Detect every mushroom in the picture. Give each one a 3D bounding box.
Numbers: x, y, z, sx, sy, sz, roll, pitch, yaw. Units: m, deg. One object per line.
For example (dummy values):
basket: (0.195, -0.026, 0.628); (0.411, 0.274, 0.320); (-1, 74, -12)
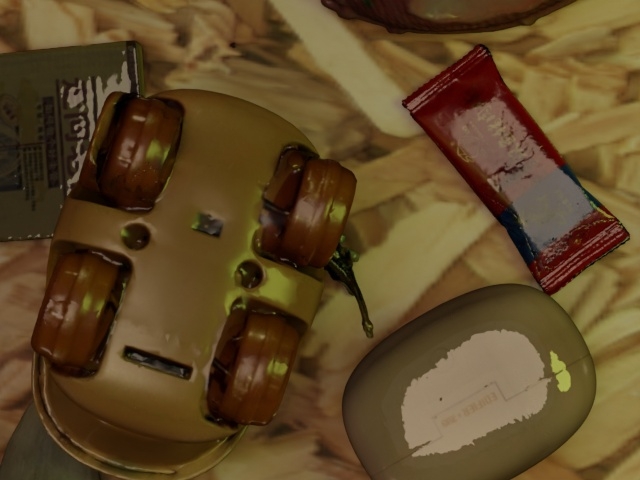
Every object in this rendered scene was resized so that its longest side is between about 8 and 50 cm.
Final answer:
mushroom: (-0.210, 0.214, 1.600); (0.118, 0.103, 0.270); (-2, 83, 7)

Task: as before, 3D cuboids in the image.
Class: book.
book: (-0.256, -0.076, 1.653); (0.230, 0.026, 0.161); (-5, 87, 9)

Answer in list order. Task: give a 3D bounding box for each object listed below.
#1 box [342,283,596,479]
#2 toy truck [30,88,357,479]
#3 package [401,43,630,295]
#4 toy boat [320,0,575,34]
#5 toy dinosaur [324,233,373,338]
box: (0.116, 0.121, 1.550); (0.200, 0.088, 0.146); (-31, 84, 9)
toy truck: (-0.107, 0.035, 1.504); (0.204, 0.211, 0.288); (18, 76, -6)
package: (0.155, -0.057, 1.584); (0.083, 0.022, 0.200); (-38, 81, 7)
toy boat: (0.147, -0.232, 1.557); (0.318, 0.099, 0.141); (-16, 127, 9)
toy dinosaur: (0.004, 0.004, 1.599); (0.037, 0.058, 0.180); (-37, 70, -1)
